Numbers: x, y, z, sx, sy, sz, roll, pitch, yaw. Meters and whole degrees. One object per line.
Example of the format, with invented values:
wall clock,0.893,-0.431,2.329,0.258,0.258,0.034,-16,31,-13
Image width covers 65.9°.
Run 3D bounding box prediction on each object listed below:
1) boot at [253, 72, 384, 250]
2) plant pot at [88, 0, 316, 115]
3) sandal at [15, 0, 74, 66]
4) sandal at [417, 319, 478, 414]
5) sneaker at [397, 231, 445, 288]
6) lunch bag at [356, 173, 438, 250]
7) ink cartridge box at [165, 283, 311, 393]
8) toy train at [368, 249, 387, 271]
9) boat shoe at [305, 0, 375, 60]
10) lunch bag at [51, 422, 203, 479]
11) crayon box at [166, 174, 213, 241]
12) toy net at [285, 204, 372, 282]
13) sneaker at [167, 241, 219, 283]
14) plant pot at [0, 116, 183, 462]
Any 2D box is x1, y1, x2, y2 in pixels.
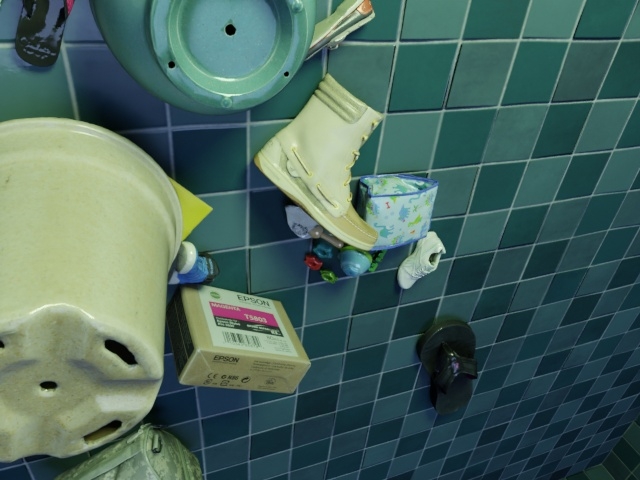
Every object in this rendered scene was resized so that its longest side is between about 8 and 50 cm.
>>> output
boot,0.047,-0.124,0.835,0.262,0.095,0.203,40,101,-13
plant pot,-0.125,-0.277,0.602,0.292,0.196,0.293,-13,129,-16
sandal,-0.330,-0.294,0.597,0.067,0.040,0.179,9,121,-30
sandal,0.387,0.382,1.404,0.167,0.107,0.446,-26,131,-5
sneaker,0.224,0.055,1.110,0.053,0.061,0.152,9,122,-32
lunch bag,0.149,-0.058,0.964,0.151,0.096,0.129,-4,127,-11
ink cartridge box,-0.160,0.185,0.941,0.234,0.193,0.088,16,115,-34
toy train,0.127,0.034,1.078,0.023,0.017,0.083,10,121,-42
boat shoe,0.022,-0.314,0.743,0.137,0.049,0.043,-40,134,2
lunch bag,-0.432,0.559,1.089,0.304,0.213,0.256,-29,133,-3
crayon box,-0.352,-0.010,0.777,0.318,0.081,0.202,-42,131,10
toy net,0.000,0.000,0.969,0.122,0.045,0.232,-9,134,40
sneaker,-0.215,0.040,0.865,0.084,0.058,0.152,-2,159,-29
plant pot,-0.319,0.068,0.594,0.333,0.306,0.334,-12,129,-15
